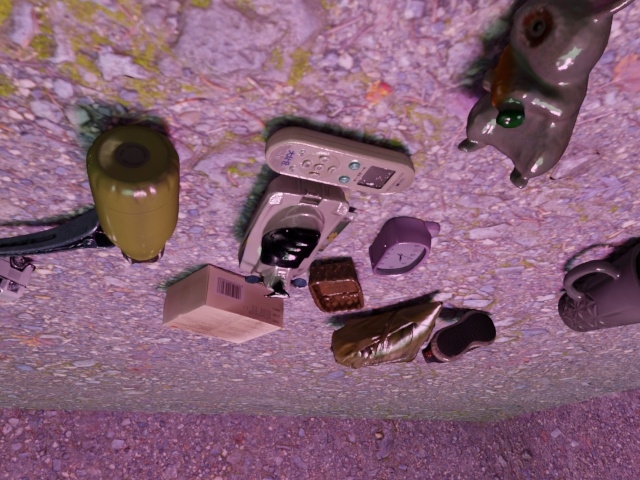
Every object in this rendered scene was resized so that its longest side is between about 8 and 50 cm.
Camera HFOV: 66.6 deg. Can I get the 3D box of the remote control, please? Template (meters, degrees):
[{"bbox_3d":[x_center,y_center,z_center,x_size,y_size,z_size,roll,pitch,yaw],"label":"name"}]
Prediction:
[{"bbox_3d":[0.030,-0.110,0.680,0.221,0.042,0.078,8,149,-21],"label":"remote control"}]

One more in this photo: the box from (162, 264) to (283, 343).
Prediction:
[{"bbox_3d":[-0.212,0.149,1.078,0.168,0.095,0.211,-28,142,35],"label":"box"}]

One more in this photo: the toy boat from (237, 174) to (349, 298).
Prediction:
[{"bbox_3d":[-0.056,0.011,0.806,0.140,0.141,0.270,9,135,-20],"label":"toy boat"}]

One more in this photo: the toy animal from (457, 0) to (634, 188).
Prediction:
[{"bbox_3d":[0.243,-0.188,0.507,0.125,0.127,0.251,13,135,-4],"label":"toy animal"}]

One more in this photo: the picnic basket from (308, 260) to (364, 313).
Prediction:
[{"bbox_3d":[0.036,0.102,1.054,0.109,0.055,0.193,-7,151,6],"label":"picnic basket"}]

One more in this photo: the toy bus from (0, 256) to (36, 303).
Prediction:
[{"bbox_3d":[-0.620,0.048,0.864,0.087,0.089,0.194,-15,148,20],"label":"toy bus"}]

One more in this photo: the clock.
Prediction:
[{"bbox_3d":[0.158,0.018,0.914,0.109,0.050,0.153,3,151,-11],"label":"clock"}]

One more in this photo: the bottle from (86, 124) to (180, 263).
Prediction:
[{"bbox_3d":[-0.261,-0.045,0.701,0.111,0.112,0.260,5,151,-14],"label":"bottle"}]

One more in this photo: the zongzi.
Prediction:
[{"bbox_3d":[0.156,0.228,1.226,0.250,0.125,0.274,-5,149,-13],"label":"zongzi"}]

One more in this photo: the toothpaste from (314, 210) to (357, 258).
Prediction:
[{"bbox_3d":[0.000,0.000,0.890,0.049,0.032,0.204,9,148,-24],"label":"toothpaste"}]

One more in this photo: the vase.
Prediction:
[{"bbox_3d":[0.636,0.113,1.050,0.250,0.156,0.301,17,155,-3],"label":"vase"}]

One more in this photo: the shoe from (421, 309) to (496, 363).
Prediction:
[{"bbox_3d":[0.359,0.259,1.280,0.227,0.099,0.112,-15,160,-33],"label":"shoe"}]

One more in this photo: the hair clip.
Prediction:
[{"bbox_3d":[-0.485,0.004,0.801,0.274,0.048,0.083,-10,155,-5],"label":"hair clip"}]
